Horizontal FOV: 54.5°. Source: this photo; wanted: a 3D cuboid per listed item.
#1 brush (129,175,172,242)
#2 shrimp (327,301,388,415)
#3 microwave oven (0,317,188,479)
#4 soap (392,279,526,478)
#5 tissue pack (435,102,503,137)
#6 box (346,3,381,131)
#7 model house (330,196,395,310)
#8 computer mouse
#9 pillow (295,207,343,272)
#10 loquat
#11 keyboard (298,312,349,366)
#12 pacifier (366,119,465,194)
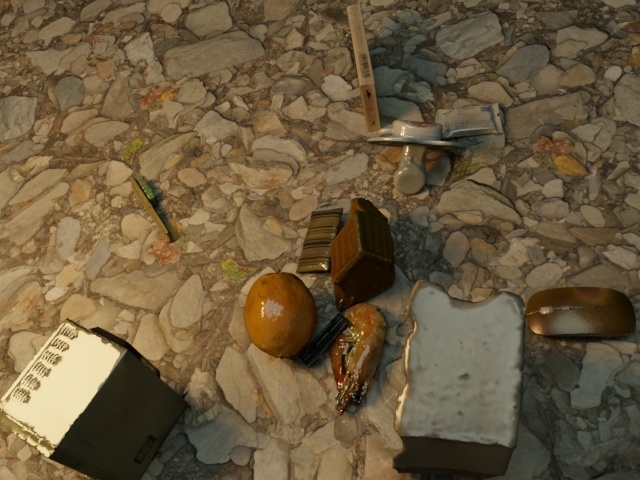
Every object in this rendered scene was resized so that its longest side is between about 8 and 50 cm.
[{"bbox_3d":[-0.514,-0.102,1.912,0.048,0.054,0.282,-26,55,-20],"label":"brush"},{"bbox_3d":[0.078,0.287,1.532,0.154,0.062,0.294,-1,55,27],"label":"shrimp"},{"bbox_3d":[-0.514,0.379,1.423,0.218,0.355,0.286,20,65,24],"label":"microwave oven"},{"bbox_3d":[0.265,0.295,1.224,0.213,0.435,0.350,7,71,13],"label":"soap"},{"bbox_3d":[0.445,-0.362,1.877,0.193,0.026,0.122,-4,57,10],"label":"tissue pack"},{"bbox_3d":[0.136,-0.546,1.957,0.051,0.204,0.365,-10,57,6],"label":"box"},{"bbox_3d":[0.097,0.007,1.593,0.173,0.239,0.268,-9,58,8],"label":"model house"},{"bbox_3d":[0.619,0.174,1.482,0.245,0.056,0.126,-1,57,13],"label":"computer mouse"},{"bbox_3d":[0.000,0.000,1.728,0.113,0.038,0.203,-7,56,36],"label":"pillow"},{"bbox_3d":[-0.100,0.179,1.557,0.176,0.187,0.234,-11,64,15],"label":"loquat"},{"bbox_3d":[0.009,0.250,1.568,0.155,0.010,0.053,-47,37,-3],"label":"keyboard"},{"bbox_3d":[0.265,-0.233,1.774,0.279,0.227,0.207,4,91,-7],"label":"pacifier"}]
